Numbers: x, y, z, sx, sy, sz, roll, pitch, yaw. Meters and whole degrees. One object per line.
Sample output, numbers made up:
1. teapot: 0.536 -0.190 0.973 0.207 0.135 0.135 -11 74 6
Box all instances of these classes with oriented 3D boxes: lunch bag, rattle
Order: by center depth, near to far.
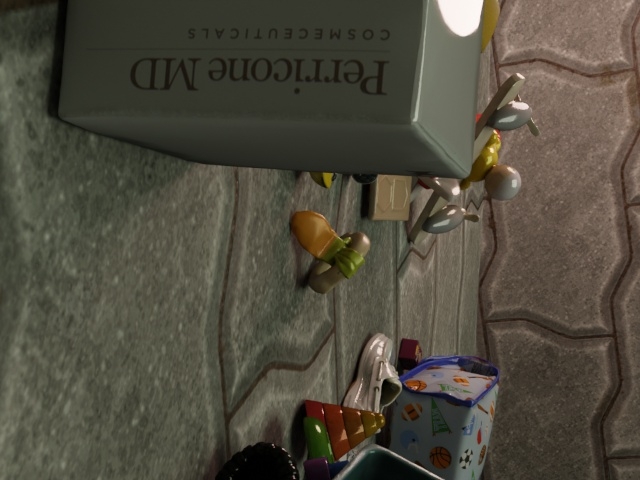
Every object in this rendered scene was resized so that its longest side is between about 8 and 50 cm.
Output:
1. rattle: 0.000 0.000 1.520 0.130 0.143 0.199 -58 -171 20
2. lunch bag: 0.299 0.465 2.208 0.385 0.239 0.327 -12 114 -63

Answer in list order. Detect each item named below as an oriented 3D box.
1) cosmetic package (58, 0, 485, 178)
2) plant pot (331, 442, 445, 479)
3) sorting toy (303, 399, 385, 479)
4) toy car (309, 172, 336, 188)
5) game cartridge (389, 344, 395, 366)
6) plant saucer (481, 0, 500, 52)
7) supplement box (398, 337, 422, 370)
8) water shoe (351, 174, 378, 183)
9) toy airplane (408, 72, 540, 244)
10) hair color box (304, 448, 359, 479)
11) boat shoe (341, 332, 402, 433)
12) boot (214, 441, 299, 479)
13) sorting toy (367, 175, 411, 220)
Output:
1. cosmetic package: -0.016 -0.278 0.898 0.327 0.330 0.393 12 82 -73
2. plant pot: 0.085 0.453 1.124 0.248 0.247 0.252 -26 136 -60
3. sorting toy: 0.045 0.317 1.410 0.365 0.126 0.127 -75 151 -88
4. toy car: 0.012 -0.225 1.464 0.239 0.053 0.224 -60 149 -56
5. game cartridge: 0.156 0.284 2.111 0.083 0.017 0.056 -64 149 -50
6. plant saucer: 0.275 -0.599 1.892 0.332 0.081 0.333 65 9 19
7. supplement box: 0.226 0.287 2.287 0.083 0.043 0.055 64 36 -57
8. water shoe: 0.075 -0.207 1.675 0.080 0.073 0.203 -102 -166 -71
9. toy airplane: 0.346 -0.177 2.143 0.384 0.272 0.386 -58 178 -12
10. hair color box: 0.022 0.413 1.653 0.167 0.053 0.093 50 48 -64
11. boat shoe: 0.120 0.297 1.861 0.277 0.096 0.098 -64 152 -50
12. boot: -0.090 0.462 1.175 0.260 0.131 0.347 77 19 -52
13. sorting toy: 0.142 -0.138 1.891 0.208 0.038 0.192 -3 97 -64
